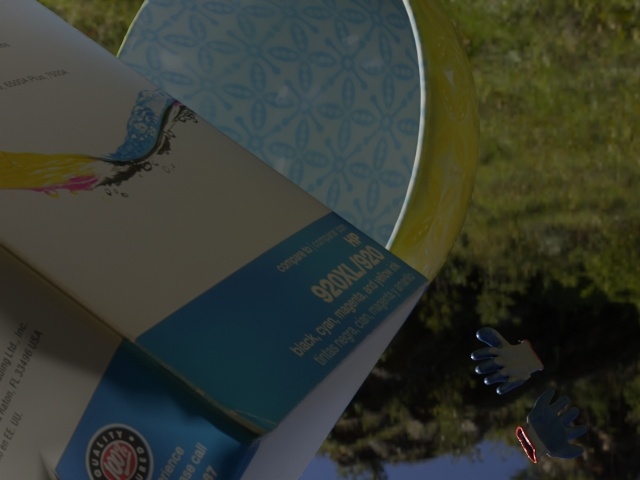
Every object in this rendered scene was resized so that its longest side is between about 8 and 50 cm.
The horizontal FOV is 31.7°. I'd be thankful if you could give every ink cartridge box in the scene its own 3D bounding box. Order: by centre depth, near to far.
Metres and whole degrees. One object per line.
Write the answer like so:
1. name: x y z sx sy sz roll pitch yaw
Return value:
1. ink cartridge box: -0.115 0.034 0.446 0.233 0.171 0.168 36 -154 10

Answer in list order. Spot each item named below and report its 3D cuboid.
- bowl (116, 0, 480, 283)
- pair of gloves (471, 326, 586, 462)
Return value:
1. bowl: -0.001 -0.052 0.729 0.156 0.289 0.289 9 -164 -48
2. pair of gloves: 0.269 0.195 1.449 0.159 0.023 0.198 -7 -116 -55
